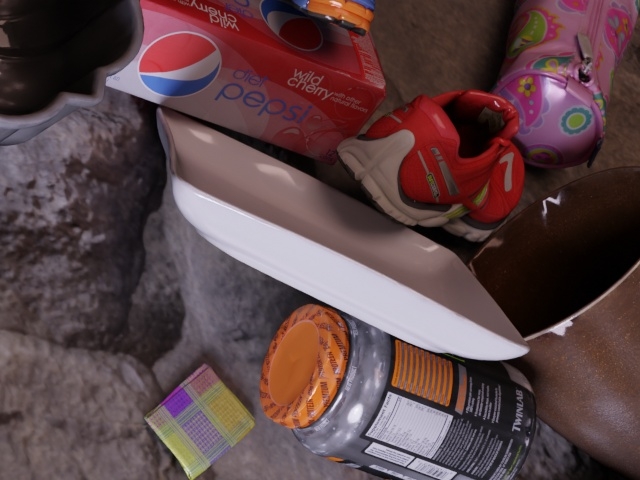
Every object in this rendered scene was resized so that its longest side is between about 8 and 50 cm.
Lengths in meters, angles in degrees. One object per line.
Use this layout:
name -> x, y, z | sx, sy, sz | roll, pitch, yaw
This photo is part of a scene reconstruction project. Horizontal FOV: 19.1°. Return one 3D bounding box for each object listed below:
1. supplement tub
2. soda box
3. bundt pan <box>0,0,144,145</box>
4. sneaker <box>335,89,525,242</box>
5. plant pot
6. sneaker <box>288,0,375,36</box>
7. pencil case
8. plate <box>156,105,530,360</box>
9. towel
supplement tub -> 0.057, 0.120, 1.421 | 0.190, 0.117, 0.117 | 23, 49, -27
soda box -> -0.080, -0.150, 1.500 | 0.263, 0.092, 0.083 | 18, 37, -31
bundt pan -> -0.283, -0.187, 1.254 | 0.330, 0.124, 0.331 | 24, 48, -29
sneaker -> 0.124, -0.070, 1.581 | 0.107, 0.118, 0.279 | 55, 22, 13
plant pot -> 0.253, 0.094, 1.567 | 0.230, 0.215, 0.215 | 52, 40, -21
sneaker -> 0.011, -0.229, 1.529 | 0.083, 0.087, 0.221 | 21, 13, -23
pencil case -> 0.235, -0.191, 1.791 | 0.124, 0.124, 0.284 | 38, 43, -14
plate -> 0.000, 0.000, 1.401 | 0.278, 0.045, 0.277 | 27, 10, -13
towel -> -0.086, 0.130, 1.370 | 0.060, 0.009, 0.083 | 51, 43, -2
